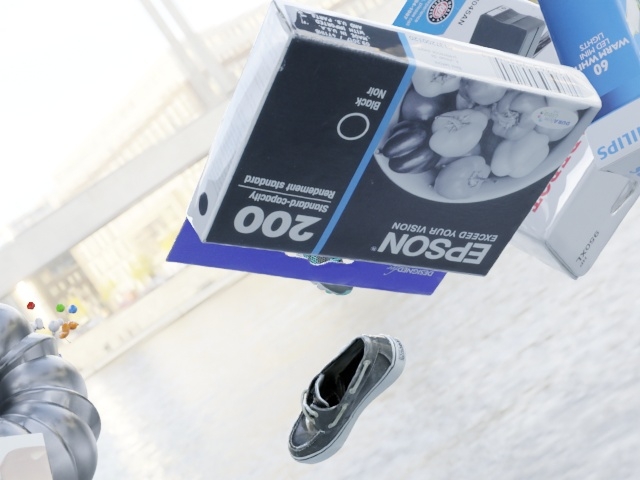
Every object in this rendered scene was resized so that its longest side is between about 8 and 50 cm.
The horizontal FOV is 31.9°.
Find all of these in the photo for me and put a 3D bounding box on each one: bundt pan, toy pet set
[{"bbox_3d":[-0.344,0.155,1.053,0.124,0.331,0.331,-50,-3,18],"label":"bundt pan"},{"bbox_3d":[-0.418,0.160,1.760,0.122,0.065,0.114,3,68,41],"label":"toy pet set"}]

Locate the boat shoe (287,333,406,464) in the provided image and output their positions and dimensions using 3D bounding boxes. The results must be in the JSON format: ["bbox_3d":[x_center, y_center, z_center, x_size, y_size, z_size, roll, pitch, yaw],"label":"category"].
[{"bbox_3d":[0.012,0.189,1.355,0.070,0.078,0.219,12,-55,-39],"label":"boat shoe"}]

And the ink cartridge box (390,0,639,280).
[{"bbox_3d":[0.253,-0.171,1.540,0.285,0.395,0.166,-57,-35,-1],"label":"ink cartridge box"}]

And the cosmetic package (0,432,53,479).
[{"bbox_3d":[-0.226,0.211,0.865,0.041,0.115,0.060,-3,-50,-24],"label":"cosmetic package"}]

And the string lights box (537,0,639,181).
[{"bbox_3d":[0.278,-0.184,1.042,0.077,0.260,0.133,-30,-25,36],"label":"string lights box"}]

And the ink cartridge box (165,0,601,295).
[{"bbox_3d":[0.032,-0.033,0.690,0.206,0.045,0.208,8,-48,-24],"label":"ink cartridge box"}]

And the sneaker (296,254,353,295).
[{"bbox_3d":[0.000,0.000,1.571,0.065,0.166,0.076,-21,-18,-48],"label":"sneaker"}]
